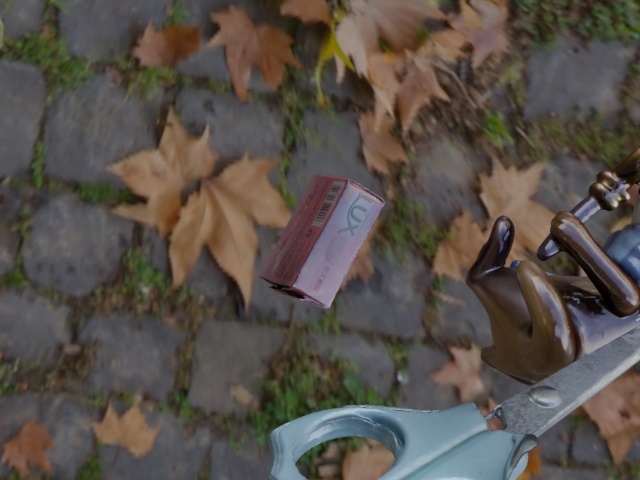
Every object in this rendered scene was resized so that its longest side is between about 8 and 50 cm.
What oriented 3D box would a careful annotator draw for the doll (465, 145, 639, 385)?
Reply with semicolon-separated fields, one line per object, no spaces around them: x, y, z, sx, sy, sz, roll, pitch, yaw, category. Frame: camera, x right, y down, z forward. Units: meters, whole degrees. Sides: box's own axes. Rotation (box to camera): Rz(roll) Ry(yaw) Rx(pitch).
0.334;0.032;1.582;0.339;0.209;0.318;-23;149;-2;doll

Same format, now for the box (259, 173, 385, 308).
0.000;0.000;1.603;0.060;0.111;0.156;33;83;-24;box

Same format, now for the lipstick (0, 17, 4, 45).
-0.328;-0.195;1.224;0.076;0.304;0.076;-1;95;-8;lipstick

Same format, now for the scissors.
0.130;0.119;0.925;0.360;0.191;0.029;-28;133;-27;scissors
